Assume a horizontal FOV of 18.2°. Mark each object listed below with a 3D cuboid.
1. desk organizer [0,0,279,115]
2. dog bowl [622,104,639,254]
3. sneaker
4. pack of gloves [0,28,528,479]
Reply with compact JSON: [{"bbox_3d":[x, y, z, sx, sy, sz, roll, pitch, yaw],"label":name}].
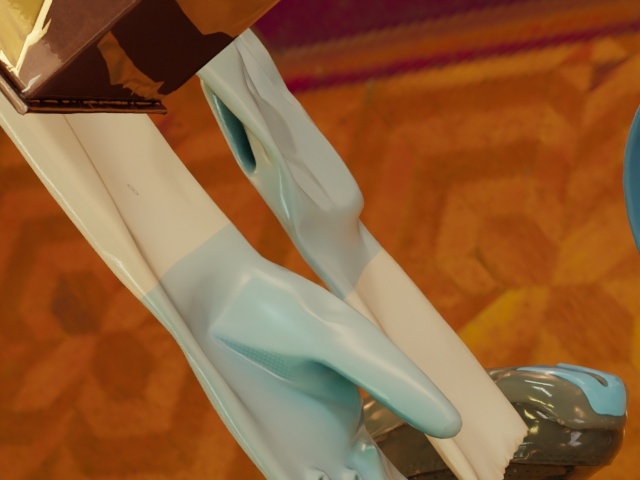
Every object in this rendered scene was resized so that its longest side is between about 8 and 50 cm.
[{"bbox_3d":[-0.041,-0.059,0.409,0.050,0.047,0.130,-40,-1,7],"label":"desk organizer"},{"bbox_3d":[0.193,-0.038,0.399,0.297,0.166,0.074,-35,17,54],"label":"dog bowl"},{"bbox_3d":[0.033,0.168,1.015,0.341,0.125,0.139,-35,59,38],"label":"sneaker"},{"bbox_3d":[0.000,0.000,0.666,0.046,0.232,0.195,-34,5,23],"label":"pack of gloves"}]
